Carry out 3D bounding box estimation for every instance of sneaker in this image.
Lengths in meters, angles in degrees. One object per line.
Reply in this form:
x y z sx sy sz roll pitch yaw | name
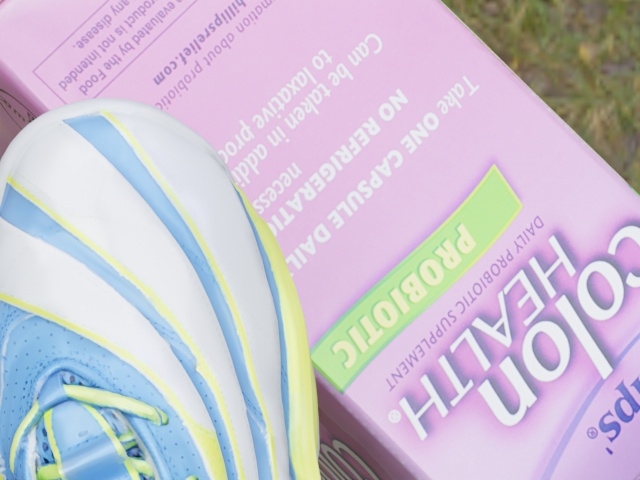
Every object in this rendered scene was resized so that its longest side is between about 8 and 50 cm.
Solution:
-0.028 0.085 0.368 0.091 0.126 0.240 -11 96 -12 | sneaker

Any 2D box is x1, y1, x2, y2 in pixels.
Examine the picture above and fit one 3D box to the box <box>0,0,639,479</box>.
0.000 0.000 0.581 0.243 0.213 0.117 44 76 -1 | box
